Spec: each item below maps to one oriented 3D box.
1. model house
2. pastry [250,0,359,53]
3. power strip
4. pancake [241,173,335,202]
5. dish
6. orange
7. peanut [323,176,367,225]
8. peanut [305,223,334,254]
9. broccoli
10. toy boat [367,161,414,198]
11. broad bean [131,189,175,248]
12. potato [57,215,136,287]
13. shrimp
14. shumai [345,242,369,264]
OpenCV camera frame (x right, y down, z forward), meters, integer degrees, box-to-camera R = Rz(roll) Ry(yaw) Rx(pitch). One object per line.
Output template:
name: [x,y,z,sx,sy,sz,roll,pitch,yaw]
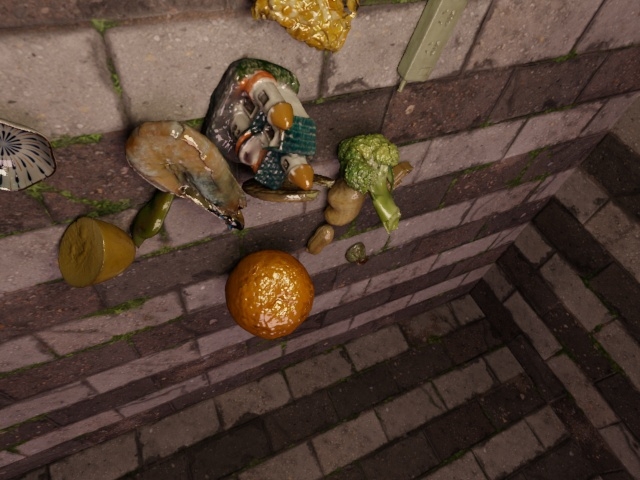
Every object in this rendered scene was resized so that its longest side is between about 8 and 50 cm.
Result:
model house: [-0.124,-0.239,0.983,0.190,0.301,0.271,-4,142,-48]
pastry: [-0.020,-0.496,0.854,0.249,0.102,0.154,4,136,-40]
power strip: [0.288,-0.531,1.110,0.093,0.053,0.288,-11,145,-29]
pancake: [-0.087,-0.158,1.172,0.285,0.288,0.033,-6,112,-24]
dish: [-0.654,-0.189,0.832,0.190,0.066,0.191,-21,151,-12]
orange: [-0.198,0.201,1.562,0.340,0.341,0.293,-18,-174,-18]
peanut: [0.086,-0.144,1.475,0.137,0.122,0.253,5,146,-7]
peanut: [0.000,0.000,1.668,0.080,0.080,0.174,1,142,-41]
broccoli: [0.175,-0.212,1.262,0.186,0.302,0.254,-38,147,25]
toy boat: [0.269,-0.228,1.560,0.200,0.057,0.077,-40,153,18]
broad bean: [-0.461,-0.095,1.141,0.075,0.067,0.325,26,118,-22]
potato: [-0.606,0.035,1.140,0.204,0.178,0.158,-64,158,10]
shrimp: [-0.318,-0.143,1.054,0.221,0.110,0.446,-13,150,13]
shumai: [0.181,0.079,1.926,0.098,0.087,0.124,-17,150,-22]
